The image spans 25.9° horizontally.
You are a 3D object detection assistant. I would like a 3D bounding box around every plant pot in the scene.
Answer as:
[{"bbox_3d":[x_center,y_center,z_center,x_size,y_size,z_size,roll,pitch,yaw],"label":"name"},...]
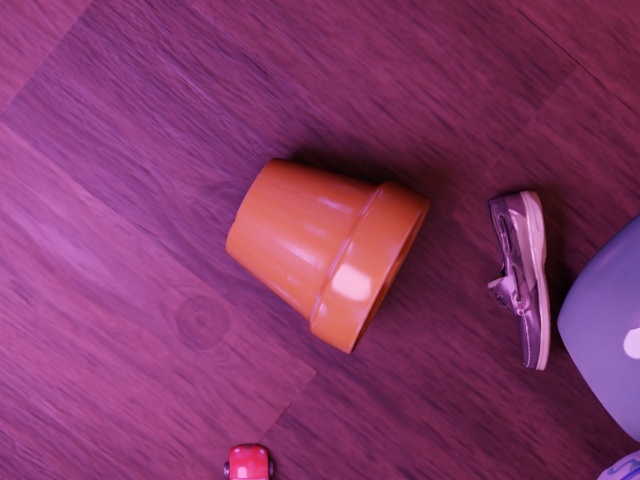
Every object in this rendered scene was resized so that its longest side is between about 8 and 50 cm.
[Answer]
[{"bbox_3d":[0.426,0.103,1.642,0.235,0.293,0.293,-37,102,15],"label":"plant pot"},{"bbox_3d":[0.000,0.000,1.629,0.188,0.205,0.205,28,97,6],"label":"plant pot"}]

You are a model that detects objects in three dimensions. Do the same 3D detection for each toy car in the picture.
[{"bbox_3d":[-0.069,0.403,1.755,0.225,0.053,0.239,32,96,-10],"label":"toy car"}]

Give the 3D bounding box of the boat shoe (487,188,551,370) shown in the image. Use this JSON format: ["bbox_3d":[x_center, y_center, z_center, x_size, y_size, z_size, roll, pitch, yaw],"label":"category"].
[{"bbox_3d":[0.242,0.050,1.714,0.073,0.080,0.223,-4,95,1],"label":"boat shoe"}]

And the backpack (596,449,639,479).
[{"bbox_3d":[0.457,0.432,1.731,0.290,0.273,0.355,-6,90,0],"label":"backpack"}]
